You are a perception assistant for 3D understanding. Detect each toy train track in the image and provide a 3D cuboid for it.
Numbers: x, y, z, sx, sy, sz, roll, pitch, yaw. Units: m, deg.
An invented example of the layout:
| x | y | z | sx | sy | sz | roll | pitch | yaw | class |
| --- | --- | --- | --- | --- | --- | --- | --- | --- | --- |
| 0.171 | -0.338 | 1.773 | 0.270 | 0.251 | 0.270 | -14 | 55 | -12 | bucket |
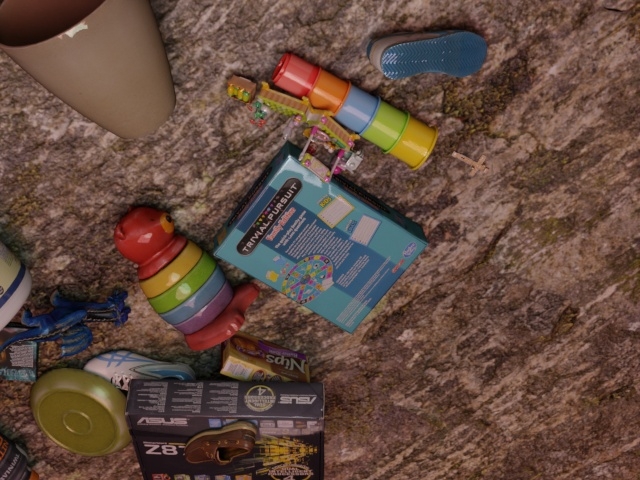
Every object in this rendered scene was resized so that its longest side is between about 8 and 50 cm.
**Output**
| x | y | z | sx | sy | sz | roll | pitch | yaw | class |
| --- | --- | --- | --- | --- | --- | --- | --- | --- | --- |
| 0.292 | -0.151 | 1.890 | 0.083 | 0.014 | 0.048 | 25 | 113 | -16 | toy train track |

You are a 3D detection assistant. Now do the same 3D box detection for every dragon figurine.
| x | y | z | sx | sy | sz | roll | pitch | yaw | class |
| --- | --- | --- | --- | --- | --- | --- | --- | --- | --- |
| -0.498 | 0.168 | 1.889 | 0.144 | 0.289 | 0.085 | 14 | 121 | 31 | dragon figurine |

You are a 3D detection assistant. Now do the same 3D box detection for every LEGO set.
| x | y | z | sx | sy | sz | roll | pitch | yaw | class |
| --- | --- | --- | --- | --- | --- | --- | --- | --- | --- |
| -0.049 | -0.191 | 1.756 | 0.287 | 0.132 | 0.107 | 30 | 77 | -20 | LEGO set |

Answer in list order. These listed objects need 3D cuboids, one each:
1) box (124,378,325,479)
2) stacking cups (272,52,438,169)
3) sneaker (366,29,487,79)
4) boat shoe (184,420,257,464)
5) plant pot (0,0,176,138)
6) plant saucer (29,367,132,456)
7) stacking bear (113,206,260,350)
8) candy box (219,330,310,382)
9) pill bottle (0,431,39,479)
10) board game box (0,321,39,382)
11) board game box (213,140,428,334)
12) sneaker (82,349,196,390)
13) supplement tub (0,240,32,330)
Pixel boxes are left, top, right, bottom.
| x | y | z | sx | sy | sz | roll | pitch | yaw | class |
| --- | --- | --- | --- | --- | --- | --- | --- | --- | --- |
| -0.186 | 0.405 | 2.030 | 0.395 | 0.097 | 0.318 | 1 | 139 | 0 | box |
| 0.058 | -0.238 | 1.787 | 0.316 | 0.096 | 0.096 | 26 | 113 | -13 | stacking cups |
| 0.194 | -0.341 | 1.743 | 0.229 | 0.092 | 0.087 | -6 | 118 | -24 | sneaker |
| -0.201 | 0.408 | 1.910 | 0.178 | 0.060 | 0.064 | -25 | 134 | 29 | boat shoe |
| -0.362 | -0.310 | 1.639 | 0.257 | 0.256 | 0.274 | -25 | 134 | 8 | plant pot |
| -0.507 | 0.374 | 2.053 | 0.241 | 0.037 | 0.241 | 6 | 123 | 9 | plant saucer |
| -0.280 | 0.058 | 1.878 | 0.164 | 0.175 | 0.289 | -30 | 108 | 27 | stacking bear |
| -0.115 | 0.258 | 2.021 | 0.187 | 0.109 | 0.053 | 22 | 115 | -15 | candy box |
| -0.715 | 0.463 | 2.068 | 0.130 | 0.130 | 0.245 | -36 | 116 | 14 | pill bottle |
| -0.673 | 0.225 | 1.994 | 0.186 | 0.026 | 0.126 | 5 | 110 | -7 | board game box |
| 0.000 | 0.000 | 1.909 | 0.336 | 0.079 | 0.253 | 32 | 111 | -20 | board game box |
| -0.378 | 0.287 | 2.028 | 0.237 | 0.086 | 0.085 | 7 | 119 | -7 | sneaker |
| -0.716 | 0.035 | 1.776 | 0.235 | 0.235 | 0.325 | -32 | 116 | 12 | supplement tub |
